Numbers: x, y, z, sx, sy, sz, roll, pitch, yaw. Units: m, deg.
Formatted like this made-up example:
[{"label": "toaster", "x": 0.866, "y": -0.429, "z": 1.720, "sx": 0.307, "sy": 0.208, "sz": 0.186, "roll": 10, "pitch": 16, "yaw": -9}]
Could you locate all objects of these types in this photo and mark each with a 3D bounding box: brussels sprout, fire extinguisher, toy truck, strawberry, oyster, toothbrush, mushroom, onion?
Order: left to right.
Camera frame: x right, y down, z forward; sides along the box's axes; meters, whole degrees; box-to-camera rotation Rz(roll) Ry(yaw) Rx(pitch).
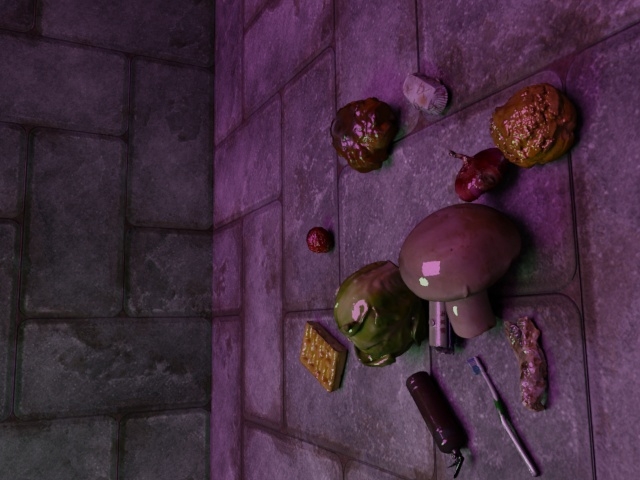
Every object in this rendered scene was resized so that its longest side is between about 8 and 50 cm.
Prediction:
[{"label": "strawberry", "x": 0.000, "y": 0.001, "z": 2.159, "sx": 0.106, "sy": 0.106, "sz": 0.106, "roll": -12, "pitch": 76, "yaw": 62}, {"label": "brussels sprout", "x": 0.165, "y": 0.201, "z": 1.633, "sx": 0.227, "sy": 0.259, "sz": 0.295, "roll": 17, "pitch": 78, "yaw": 54}, {"label": "fire extinguisher", "x": 0.303, "y": 0.471, "z": 1.531, "sx": 0.089, "sy": 0.072, "sz": 0.268, "roll": -61, "pitch": 37, "yaw": 29}, {"label": "toy truck", "x": 0.317, "y": 0.190, "z": 1.520, "sx": 0.074, "sy": 0.088, "sz": 0.202, "roll": -11, "pitch": 77, "yaw": 63}, {"label": "mushroom", "x": 0.339, "y": 0.070, "z": 1.378, "sx": 0.290, "sy": 0.292, "sz": 0.292, "roll": 61, "pitch": 158, "yaw": -17}, {"label": "onion", "x": 0.358, "y": -0.173, "z": 1.393, "sx": 0.150, "sy": 0.140, "sz": 0.150, "roll": -49, "pitch": 5, "yaw": 5}, {"label": "toothbrush", "x": 0.420, "y": 0.398, "z": 1.367, "sx": 0.030, "sy": 0.030, "sz": 0.304, "roll": -63, "pitch": 38, "yaw": 38}, {"label": "oyster", "x": 0.449, "y": 0.259, "z": 1.288, "sx": 0.106, "sy": 0.061, "sz": 0.200, "roll": -59, "pitch": 38, "yaw": 40}]

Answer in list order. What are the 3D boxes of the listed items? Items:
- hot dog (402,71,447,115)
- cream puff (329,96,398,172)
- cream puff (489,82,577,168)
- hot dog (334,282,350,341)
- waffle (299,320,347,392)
[{"label": "hot dog", "x": 0.297, "y": -0.413, "z": 1.668, "sx": 0.192, "sy": 0.053, "sz": 0.099, "roll": 47, "pitch": 129, "yaw": 51}, {"label": "cream puff", "x": 0.129, "y": -0.340, "z": 1.872, "sx": 0.269, "sy": 0.154, "sz": 0.241, "roll": 45, "pitch": 127, "yaw": 53}, {"label": "cream puff", "x": 0.449, "y": -0.249, "z": 1.275, "sx": 0.189, "sy": 0.129, "sz": 0.189, "roll": -19, "pitch": 68, "yaw": 58}, {"label": "hot dog", "x": 0.126, "y": 0.218, "z": 1.884, "sx": 0.146, "sy": 0.103, "sz": 0.213, "roll": -20, "pitch": 78, "yaw": 38}, {"label": "waffle", "x": 0.006, "y": 0.414, "z": 2.129, "sx": 0.274, "sy": 0.057, "sz": 0.168, "roll": 31, "pitch": 115, "yaw": 60}]
